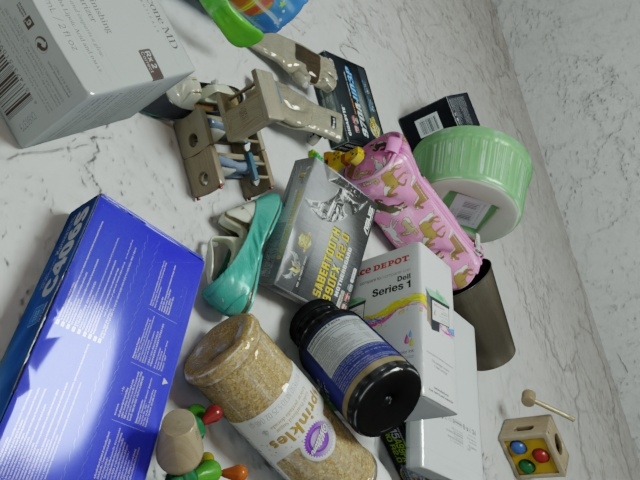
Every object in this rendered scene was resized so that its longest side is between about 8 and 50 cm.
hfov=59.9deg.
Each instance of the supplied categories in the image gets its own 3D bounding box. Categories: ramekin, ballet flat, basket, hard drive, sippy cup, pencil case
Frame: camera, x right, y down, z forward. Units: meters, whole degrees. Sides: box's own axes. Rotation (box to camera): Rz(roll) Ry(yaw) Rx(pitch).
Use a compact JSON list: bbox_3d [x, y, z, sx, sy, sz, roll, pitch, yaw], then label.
[{"bbox_3d":[0.362,-0.123,1.376,0.303,0.303,0.148,41,50,-34],"label":"ramekin"},{"bbox_3d":[-0.122,0.000,0.846,0.087,0.083,0.247,32,45,-22],"label":"ballet flat"},{"bbox_3d":[0.376,0.190,1.358,0.204,0.154,0.227,-36,106,-43],"label":"basket"},{"bbox_3d":[0.247,0.296,1.109,0.233,0.047,0.353,37,46,-37],"label":"hard drive"},{"bbox_3d":[-0.196,-0.228,0.869,0.203,0.074,0.074,-8,79,-54],"label":"ballet flat"},{"bbox_3d":[-0.135,-0.495,0.976,0.224,0.240,0.306,32,87,-55],"label":"sippy cup"},{"bbox_3d":[0.212,-0.058,1.235,0.386,0.167,0.160,47,13,-25],"label":"pencil case"}]

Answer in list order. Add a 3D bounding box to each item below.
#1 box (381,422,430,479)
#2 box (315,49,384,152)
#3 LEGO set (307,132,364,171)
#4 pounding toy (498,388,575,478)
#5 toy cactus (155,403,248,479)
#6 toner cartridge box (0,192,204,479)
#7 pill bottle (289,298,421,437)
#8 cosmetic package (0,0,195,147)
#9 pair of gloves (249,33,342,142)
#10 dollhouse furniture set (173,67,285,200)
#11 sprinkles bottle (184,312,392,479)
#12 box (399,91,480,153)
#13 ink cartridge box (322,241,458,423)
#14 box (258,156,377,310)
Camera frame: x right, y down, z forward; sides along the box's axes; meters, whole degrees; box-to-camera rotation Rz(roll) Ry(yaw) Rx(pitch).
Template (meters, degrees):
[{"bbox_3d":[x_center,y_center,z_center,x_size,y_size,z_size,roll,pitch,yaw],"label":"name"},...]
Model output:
[{"bbox_3d":[0.203,0.363,1.107,0.216,0.060,0.270,-31,98,-54],"label":"box"},{"bbox_3d":[0.066,-0.308,1.278,0.175,0.051,0.220,-1,74,-54],"label":"box"},{"bbox_3d":[0.034,-0.150,1.116,0.087,0.093,0.227,27,52,-44],"label":"LEGO set"},{"bbox_3d":[0.547,0.488,1.399,0.094,0.181,0.206,-35,102,-54],"label":"pounding toy"},{"bbox_3d":[-0.145,0.259,0.612,0.219,0.112,0.181,-74,174,-52],"label":"toy cactus"},{"bbox_3d":[-0.247,0.135,0.607,0.165,0.075,0.348,38,45,-35],"label":"toner cartridge box"},{"bbox_3d":[0.042,0.181,0.847,0.122,0.123,0.219,34,3,-39],"label":"pill bottle"},{"bbox_3d":[-0.288,-0.226,0.671,0.151,0.151,0.183,62,35,-11],"label":"cosmetic package"},{"bbox_3d":[-0.053,-0.309,1.101,0.204,0.042,0.240,14,56,-30],"label":"pair of gloves"},{"bbox_3d":[-0.105,-0.151,0.850,0.129,0.183,0.129,-7,78,-54],"label":"dollhouse furniture set"},{"bbox_3d":[-0.037,0.265,0.783,0.355,0.121,0.121,53,38,-21],"label":"sprinkles bottle"},{"bbox_3d":[0.341,-0.335,1.573,0.207,0.153,0.108,-28,96,-54],"label":"box"},{"bbox_3d":[0.120,0.166,0.973,0.117,0.201,0.278,37,46,-38],"label":"ink cartridge box"},{"bbox_3d":[0.000,0.000,0.965,0.183,0.056,0.231,33,67,-41],"label":"box"}]
